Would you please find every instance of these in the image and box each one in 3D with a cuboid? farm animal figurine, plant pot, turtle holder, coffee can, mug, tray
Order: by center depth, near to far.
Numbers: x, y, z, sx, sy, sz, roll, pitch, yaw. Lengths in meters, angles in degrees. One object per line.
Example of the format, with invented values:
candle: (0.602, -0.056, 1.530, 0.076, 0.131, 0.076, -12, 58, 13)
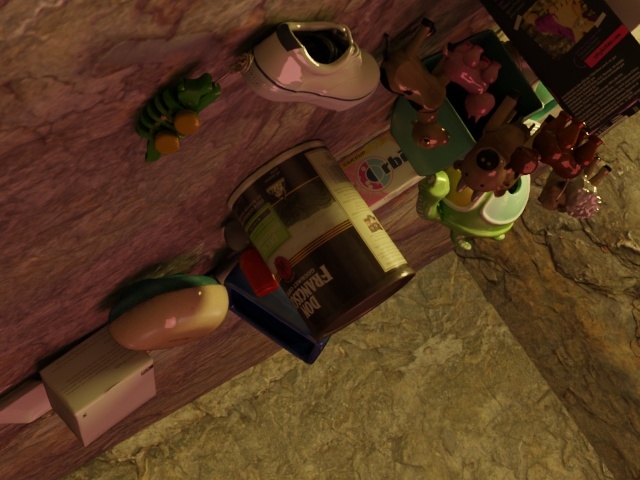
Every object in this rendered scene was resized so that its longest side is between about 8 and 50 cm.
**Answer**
farm animal figurine: (0.243, -0.148, 1.454, 0.172, 0.330, 0.326, -53, 153, 6)
coffee can: (0.000, 0.000, 1.653, 0.201, 0.275, 0.201, -33, 169, -7)
plant pot: (0.232, -0.217, 1.725, 0.165, 0.166, 0.234, -29, 172, -27)
tray: (-0.583, 0.322, 2.006, 0.145, 0.030, 0.270, -35, 170, -3)
plant pot: (-0.046, 0.091, 2.006, 0.212, 0.236, 0.236, -55, 174, -18)
mug: (0.461, -0.322, 2.129, 0.157, 0.097, 0.129, -30, 169, -26)
turtle holder: (0.360, -0.141, 2.402, 0.320, 0.243, 0.227, 12, 131, -18)

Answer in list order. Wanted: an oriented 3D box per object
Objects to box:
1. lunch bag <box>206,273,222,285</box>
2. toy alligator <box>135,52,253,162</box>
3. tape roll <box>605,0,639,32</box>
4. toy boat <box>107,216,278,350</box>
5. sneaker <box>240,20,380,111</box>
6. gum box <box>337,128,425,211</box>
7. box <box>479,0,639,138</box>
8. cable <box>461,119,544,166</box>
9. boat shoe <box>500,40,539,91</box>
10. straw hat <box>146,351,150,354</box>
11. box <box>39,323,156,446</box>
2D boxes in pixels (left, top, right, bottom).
lunch bag: (-0.237, 0.107, 2.044, 0.071, 0.053, 0.083, -33, 179, -5)
toy alligator: (-0.153, -0.156, 1.096, 0.051, 0.056, 0.189, 29, 126, -32)
tape roll: (0.493, -0.409, 1.650, 0.219, 0.072, 0.219, -48, -168, 13)
toy boat: (-0.224, 0.083, 1.789, 0.318, 0.148, 0.267, -30, 167, 19)
sneaker: (0.013, -0.216, 1.204, 0.091, 0.094, 0.258, -35, 170, 33)
gum box: (0.106, -0.127, 1.880, 0.188, 0.107, 0.062, -33, 170, -6)
box: (0.385, -0.298, 1.494, 0.143, 0.270, 0.165, -38, 169, 18)
cable: (0.367, -0.201, 2.071, 0.257, 0.089, 0.257, 6, 178, -42)
boat shoe: (0.350, -0.305, 1.835, 0.096, 0.117, 0.324, -14, 174, -5)
straw hat: (-0.379, 0.214, 2.062, 0.144, 0.061, 0.144, -33, 171, -6)
box: (-0.426, 0.277, 1.909, 0.181, 0.119, 0.182, -36, 159, -24)
